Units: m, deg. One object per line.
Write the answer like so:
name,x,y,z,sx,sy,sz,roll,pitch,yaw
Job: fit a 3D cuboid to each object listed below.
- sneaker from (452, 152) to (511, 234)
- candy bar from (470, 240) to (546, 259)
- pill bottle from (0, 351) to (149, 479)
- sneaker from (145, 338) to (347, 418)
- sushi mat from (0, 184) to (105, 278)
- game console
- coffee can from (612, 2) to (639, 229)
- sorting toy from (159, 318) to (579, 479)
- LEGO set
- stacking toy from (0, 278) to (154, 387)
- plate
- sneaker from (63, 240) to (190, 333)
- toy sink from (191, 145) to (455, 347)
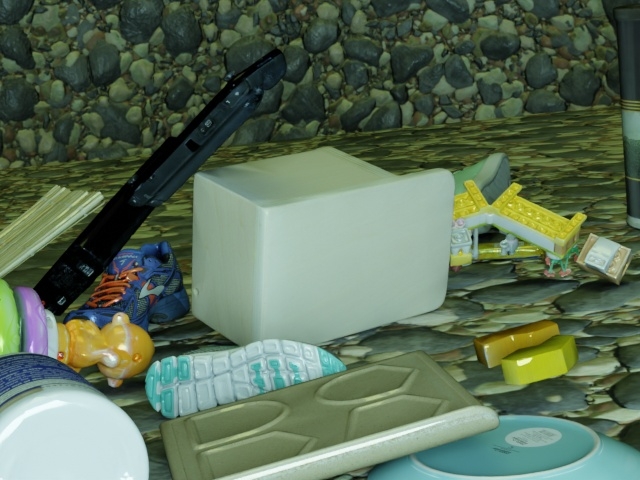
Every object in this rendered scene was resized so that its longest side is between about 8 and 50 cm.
sneaker,0.169,-0.058,1.869,0.151,0.094,0.256,-5,8,21
candy bar,0.187,0.015,1.659,0.162,0.018,0.040,-3,14,10
pill bottle,-0.192,0.134,0.930,0.112,0.112,0.187,-10,11,-23
sneaker,-0.057,0.107,1.161,0.167,0.065,0.076,-2,7,13
sushi mat,-0.355,0.046,1.372,0.316,0.019,0.151,-40,21,-22
game console,-0.149,-0.069,1.359,0.361,0.044,0.213,-41,11,38
coffee can,0.476,-0.162,1.759,0.202,0.275,0.201,-6,10,1
sorting toy,0.044,0.125,0.993,0.307,0.041,0.229,-15,7,-8
LEGO set,0.188,0.017,1.527,0.287,0.107,0.132,0,45,5
stacking toy,-0.286,0.089,1.200,0.302,0.175,0.166,2,9,-26
plate,0.123,0.147,0.942,0.188,0.024,0.188,-6,10,1
sneaker,-0.206,0.054,1.455,0.083,0.087,0.221,-3,10,15
toy sink,0.000,0.000,1.388,0.234,0.152,0.131,-14,27,-35
